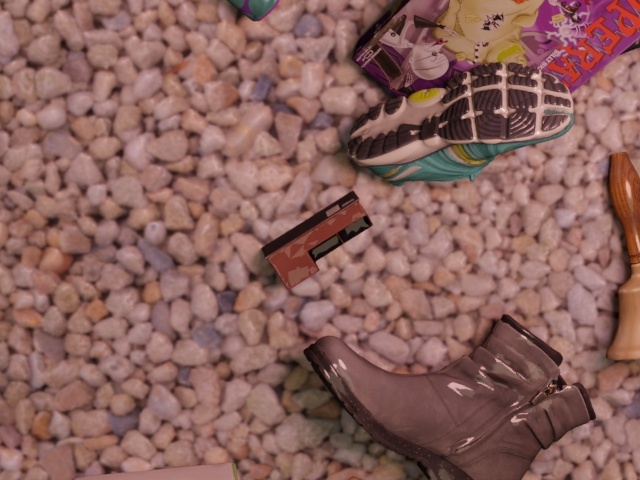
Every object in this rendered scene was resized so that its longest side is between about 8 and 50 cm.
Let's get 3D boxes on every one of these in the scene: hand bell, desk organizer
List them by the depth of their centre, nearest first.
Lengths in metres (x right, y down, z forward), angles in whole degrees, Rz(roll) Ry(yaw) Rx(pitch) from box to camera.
[{"bbox_3d":[0.000,0.000,1.809,0.130,0.047,0.050,-32,106,1],"label":"desk organizer"},{"bbox_3d":[0.384,0.013,1.842,0.126,0.126,0.242,-11,92,-4],"label":"hand bell"}]

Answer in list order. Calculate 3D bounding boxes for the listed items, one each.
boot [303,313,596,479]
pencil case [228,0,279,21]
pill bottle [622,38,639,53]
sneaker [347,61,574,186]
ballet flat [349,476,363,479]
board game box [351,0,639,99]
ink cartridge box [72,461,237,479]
[{"bbox_3d":[0.156,0.166,1.843,0.338,0.118,0.222,41,92,-24],"label":"boot"},{"bbox_3d":[-0.107,-0.316,1.716,0.152,0.064,0.070,38,112,-14],"label":"pencil case"},{"bbox_3d":[0.398,-0.301,1.746,0.246,0.130,0.130,-20,104,-2],"label":"pill bottle"},{"bbox_3d":[0.166,-0.123,1.728,0.275,0.107,0.110,-10,145,34],"label":"sneaker"},{"bbox_3d":[-0.008,0.387,1.892,0.073,0.080,0.232,43,92,14],"label":"ballet flat"},{"bbox_3d":[0.215,-0.244,1.680,0.208,0.056,0.347,34,134,-15],"label":"board game box"},{"bbox_3d":[-0.188,0.461,1.851,0.207,0.119,0.353,-5,103,-6],"label":"ink cartridge box"}]
